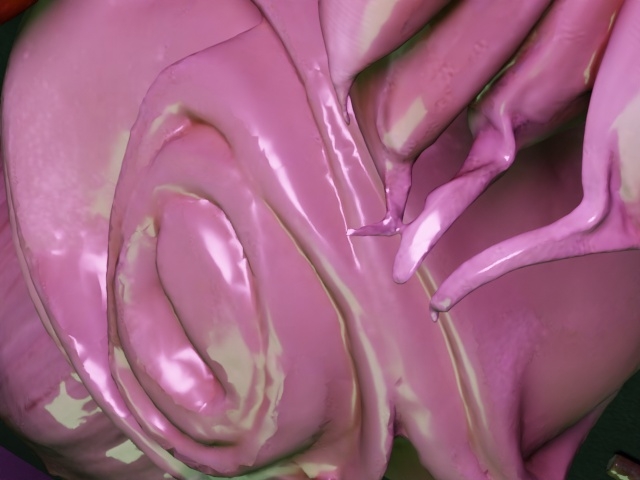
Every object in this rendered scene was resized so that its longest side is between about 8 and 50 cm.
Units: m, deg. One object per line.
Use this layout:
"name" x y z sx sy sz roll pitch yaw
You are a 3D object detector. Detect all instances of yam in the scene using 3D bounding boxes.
"yam" 0.277 0.202 1.525 0.116 0.021 0.021 30 161 2

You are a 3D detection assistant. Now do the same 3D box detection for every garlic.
"garlic" -0.112 0.029 1.296 0.317 0.259 0.317 53 -174 -9
"garlic" 0.125 -0.105 0.655 0.210 0.292 0.237 39 -149 31

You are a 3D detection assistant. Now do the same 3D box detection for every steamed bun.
"steamed bun" 0.000 0.000 0.956 0.368 0.255 0.342 9 129 29

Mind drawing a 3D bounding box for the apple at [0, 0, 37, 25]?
"apple" -0.215 -0.216 0.892 0.272 0.206 0.251 21 157 25
